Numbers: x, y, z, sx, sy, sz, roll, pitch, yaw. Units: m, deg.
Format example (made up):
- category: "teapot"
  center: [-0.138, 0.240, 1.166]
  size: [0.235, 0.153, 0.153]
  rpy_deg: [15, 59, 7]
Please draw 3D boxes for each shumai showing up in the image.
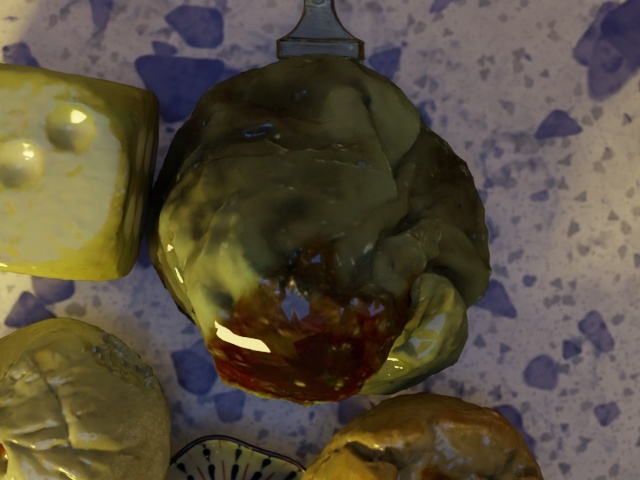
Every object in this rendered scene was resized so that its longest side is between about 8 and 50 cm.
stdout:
- category: "shumai"
  center: [0.000, 0.000, 0.993]
  size: [0.309, 0.263, 0.304]
  rpy_deg: [6, 98, -1]

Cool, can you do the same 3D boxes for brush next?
- category: "brush"
  center: [-0.001, -0.229, 1.108]
  size: [0.082, 0.010, 0.218]
  rpy_deg: [-1, 93, -1]

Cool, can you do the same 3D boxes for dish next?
- category: "dish"
  center: [-0.084, 0.265, 1.105]
  size: [0.190, 0.066, 0.191]
  rpy_deg: [0, 90, -1]

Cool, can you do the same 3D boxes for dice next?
- category: "dice"
  center: [-0.233, -0.058, 1.033]
  size: [0.169, 0.169, 0.166]
  rpy_deg: [9, 94, -2]

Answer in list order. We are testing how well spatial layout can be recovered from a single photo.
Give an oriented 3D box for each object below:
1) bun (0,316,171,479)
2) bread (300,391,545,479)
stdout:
- category: "bun"
  center: [-0.243, 0.171, 1.043]
  size: [0.220, 0.134, 0.220]
  rpy_deg: [-3, 82, 22]
- category: "bread"
  center: [0.099, 0.243, 1.031]
  size: [0.244, 0.134, 0.244]
  rpy_deg: [8, 63, -16]
